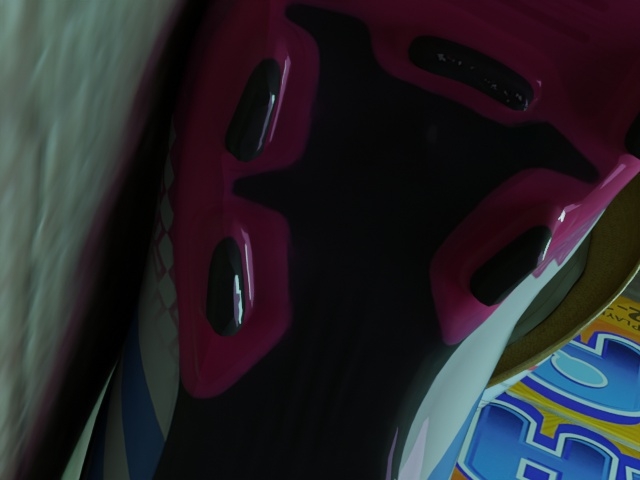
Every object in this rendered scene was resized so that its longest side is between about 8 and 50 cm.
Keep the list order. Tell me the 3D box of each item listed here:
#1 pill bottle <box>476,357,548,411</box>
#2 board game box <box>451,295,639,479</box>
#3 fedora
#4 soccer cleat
[{"bbox_3d":[0.020,0.061,0.810,0.160,0.087,0.087,-39,-176,14],"label":"pill bottle"},{"bbox_3d":[0.080,0.243,1.089,0.356,0.356,0.356,-61,173,-61],"label":"board game box"},{"bbox_3d":[0.037,-0.016,0.713,0.079,0.194,0.194,62,35,-32],"label":"fedora"},{"bbox_3d":[0.000,0.000,0.476,0.143,0.116,0.331,-109,-142,-65],"label":"soccer cleat"}]
